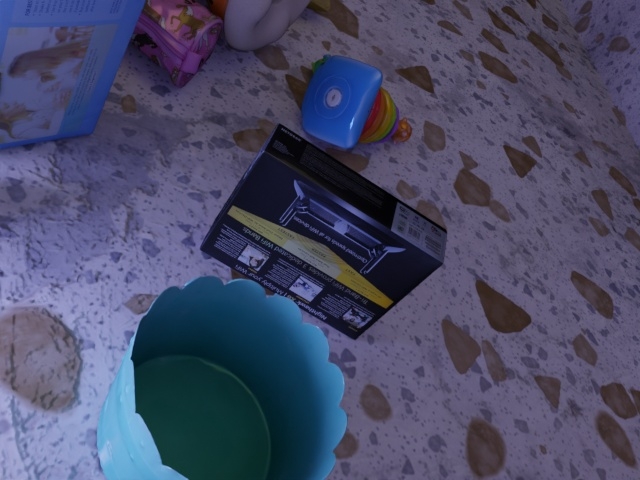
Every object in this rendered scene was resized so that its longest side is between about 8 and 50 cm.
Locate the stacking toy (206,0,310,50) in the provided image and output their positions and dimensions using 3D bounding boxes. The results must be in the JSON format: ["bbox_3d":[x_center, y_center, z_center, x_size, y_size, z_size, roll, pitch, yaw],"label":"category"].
[{"bbox_3d":[-0.223,-0.653,1.260,0.480,0.351,0.350,39,41,4],"label":"stacking toy"}]

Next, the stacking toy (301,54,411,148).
[{"bbox_3d":[0.115,-0.274,1.382,0.165,0.175,0.301,30,13,37],"label":"stacking toy"}]

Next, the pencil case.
[{"bbox_3d":[-0.364,-0.450,1.151,0.386,0.160,0.167,35,63,-8],"label":"pencil case"}]

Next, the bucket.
[{"bbox_3d":[-0.123,0.202,0.751,0.281,0.183,0.281,21,46,-23],"label":"bucket"}]

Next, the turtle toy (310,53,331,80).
[{"bbox_3d":[0.037,-0.387,1.466,0.130,0.066,0.095,25,44,-18],"label":"turtle toy"}]

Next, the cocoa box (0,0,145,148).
[{"bbox_3d":[-0.417,-0.322,0.855,0.231,0.347,0.228,-24,72,-47],"label":"cocoa box"}]

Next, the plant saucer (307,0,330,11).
[{"bbox_3d":[-0.127,-0.755,1.565,0.332,0.081,0.333,11,65,-48],"label":"plant saucer"}]

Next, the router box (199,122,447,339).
[{"bbox_3d":[0.000,0.000,0.972,0.308,0.243,0.081,32,42,-11],"label":"router box"}]
